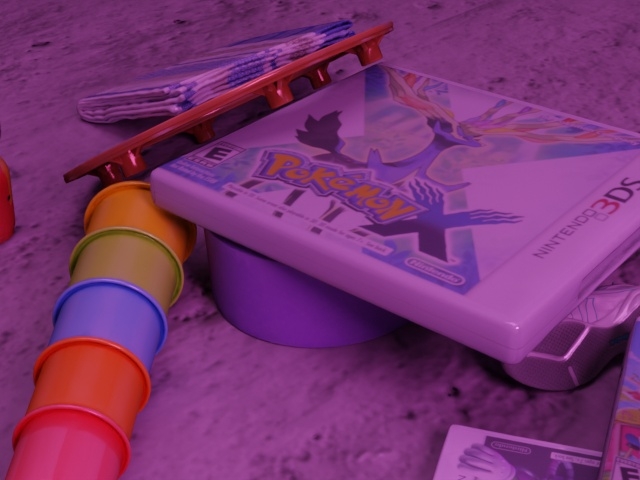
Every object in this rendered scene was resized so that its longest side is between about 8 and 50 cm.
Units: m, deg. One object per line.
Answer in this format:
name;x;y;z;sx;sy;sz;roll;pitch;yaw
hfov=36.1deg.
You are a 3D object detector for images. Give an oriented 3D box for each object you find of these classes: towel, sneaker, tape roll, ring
towel;-0.118;-0.194;1.134;0.209;0.034;0.285;3;26;46
sneaker;0.189;0.067;0.720;0.152;0.053;0.061;-15;19;-24
tape roll;0.000;0.000;0.808;0.189;0.080;0.189;-2;31;1
ring;-0.081;-0.121;0.921;0.337;0.032;0.336;-24;9;4

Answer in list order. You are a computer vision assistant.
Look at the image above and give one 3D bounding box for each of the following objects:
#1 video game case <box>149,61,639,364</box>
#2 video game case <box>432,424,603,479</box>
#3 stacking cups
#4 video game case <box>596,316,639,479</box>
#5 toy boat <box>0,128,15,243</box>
video game case;0.087;-0.049;0.768;0.329;0.036;0.300;22;38;34
video game case;0.148;0.183;0.556;0.190;0.022;0.173;8;34;17
stacking cups;-0.148;0.081;0.695;0.096;0.096;0.316;-3;36;1
video game case;0.278;0.137;0.582;0.212;0.023;0.193;18;36;14
toy boat;-0.434;-0.064;0.881;0.318;0.148;0.267;-2;32;1
